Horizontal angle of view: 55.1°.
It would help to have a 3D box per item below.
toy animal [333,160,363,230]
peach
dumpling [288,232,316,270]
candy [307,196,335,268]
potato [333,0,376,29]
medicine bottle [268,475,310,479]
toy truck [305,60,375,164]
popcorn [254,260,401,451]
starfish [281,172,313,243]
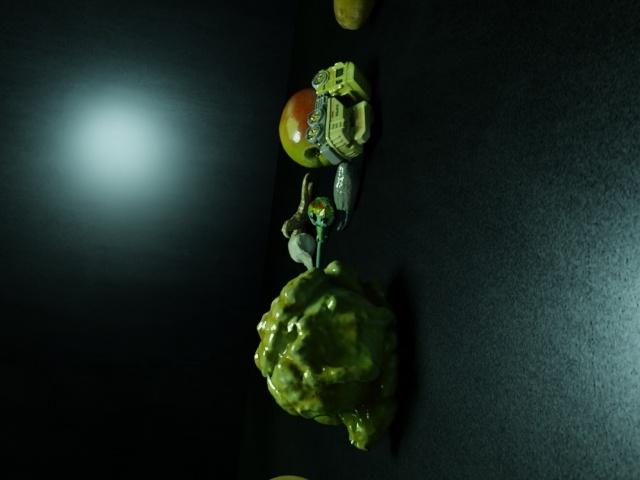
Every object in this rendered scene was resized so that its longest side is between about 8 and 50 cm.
[{"bbox_3d":[0.069,-0.106,1.653,0.079,0.070,0.252,-48,-28,-38],"label":"toy animal"},{"bbox_3d":[-0.012,-0.328,1.783,0.231,0.231,0.230,-174,90,-79],"label":"peach"},{"bbox_3d":[-0.053,0.043,2.129,0.134,0.100,0.169,65,156,1],"label":"dumpling"},{"bbox_3d":[0.000,0.000,1.941,0.091,0.083,0.305,-126,32,-49],"label":"candy"},{"bbox_3d":[0.101,-0.725,1.580,0.195,0.177,0.369,48,141,38],"label":"potato"},{"bbox_3d":[-0.090,0.726,1.510,0.232,0.238,0.237,110,163,-54],"label":"medicine bottle"},{"bbox_3d":[0.063,-0.328,1.561,0.157,0.124,0.272,-16,53,31],"label":"toy truck"},{"bbox_3d":[0.016,0.212,1.194,0.274,0.279,0.335,-33,37,52],"label":"popcorn"},{"bbox_3d":[-0.065,-0.093,2.264,0.299,0.060,0.302,22,-97,-77],"label":"starfish"}]
